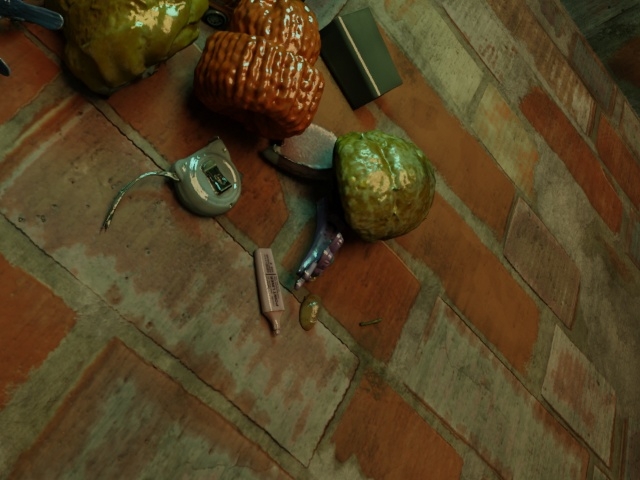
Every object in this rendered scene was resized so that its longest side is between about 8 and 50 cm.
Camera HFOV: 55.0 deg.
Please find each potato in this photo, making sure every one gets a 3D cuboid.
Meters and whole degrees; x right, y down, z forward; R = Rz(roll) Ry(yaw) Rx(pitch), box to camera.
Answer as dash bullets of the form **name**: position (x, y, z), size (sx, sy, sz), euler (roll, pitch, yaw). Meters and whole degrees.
- **potato**: position (-0.022, 0.158, 1.417), size (0.037, 0.036, 0.093), euler (34, 55, -31)

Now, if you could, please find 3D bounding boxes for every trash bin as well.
- **trash bin**: position (0.109, -0.512, 1.742), size (0.164, 0.122, 0.240), euler (-35, 100, -43)

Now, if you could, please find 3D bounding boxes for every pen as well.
- **pen**: position (-0.112, 0.113, 1.360), size (0.053, 0.032, 0.197), euler (0, 72, -42)

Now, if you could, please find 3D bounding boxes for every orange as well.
- **orange**: position (0.169, -0.143, 1.509), size (0.369, 0.211, 0.270), euler (-1, 75, -63)

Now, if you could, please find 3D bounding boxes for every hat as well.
- **hat**: position (-0.088, -0.431, 1.367), size (0.285, 0.285, 0.400), euler (32, 78, -28)

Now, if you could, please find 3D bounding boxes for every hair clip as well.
- **hair clip**: position (0.013, 0.004, 1.451), size (0.090, 0.137, 0.278), euler (28, 47, -14)

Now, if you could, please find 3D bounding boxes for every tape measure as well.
- **tape measure**: position (-0.283, -0.088, 1.253), size (0.164, 0.084, 0.330), euler (51, 46, -8)

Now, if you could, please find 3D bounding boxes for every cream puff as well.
- **cream puff**: position (-0.377, -0.456, 1.191), size (0.269, 0.275, 0.323), euler (56, 43, -23)

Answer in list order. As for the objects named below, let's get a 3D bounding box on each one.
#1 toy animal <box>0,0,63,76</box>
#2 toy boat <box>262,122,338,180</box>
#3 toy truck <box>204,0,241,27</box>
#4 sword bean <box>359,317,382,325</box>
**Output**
- **toy animal**: position (-0.585, -0.423, 1.082), size (0.176, 0.256, 0.239), euler (-19, 128, -67)
- **toy boat**: position (-0.042, -0.219, 1.533), size (0.228, 0.085, 0.155), euler (12, 57, -26)
- **toy truck**: position (-0.294, -0.625, 1.400), size (0.306, 0.162, 0.136), euler (17, 63, -36)
- **sword bean**: position (0.129, 0.206, 1.548), size (0.083, 0.012, 0.012), euler (-5, 77, -44)
